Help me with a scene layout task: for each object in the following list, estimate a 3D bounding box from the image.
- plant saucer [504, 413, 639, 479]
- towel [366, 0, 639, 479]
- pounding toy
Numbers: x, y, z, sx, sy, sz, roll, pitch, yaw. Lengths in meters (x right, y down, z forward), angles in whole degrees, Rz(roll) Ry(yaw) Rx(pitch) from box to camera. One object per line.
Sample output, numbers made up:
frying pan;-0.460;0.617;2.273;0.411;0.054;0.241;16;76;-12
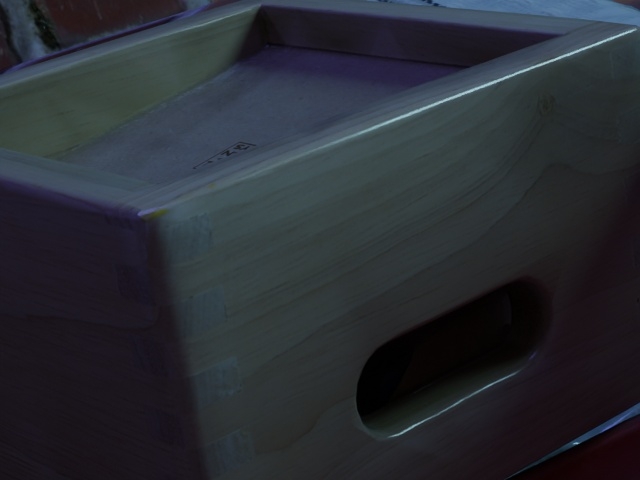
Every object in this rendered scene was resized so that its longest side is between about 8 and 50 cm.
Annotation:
plant saucer;0.132;0.064;0.281;0.258;0.048;0.259;-23;14;-19
towel;-0.006;-0.002;0.565;0.312;0.056;0.324;-23;30;-20
pounding toy;0.031;0.006;0.384;0.181;0.094;0.206;-23;23;-35
